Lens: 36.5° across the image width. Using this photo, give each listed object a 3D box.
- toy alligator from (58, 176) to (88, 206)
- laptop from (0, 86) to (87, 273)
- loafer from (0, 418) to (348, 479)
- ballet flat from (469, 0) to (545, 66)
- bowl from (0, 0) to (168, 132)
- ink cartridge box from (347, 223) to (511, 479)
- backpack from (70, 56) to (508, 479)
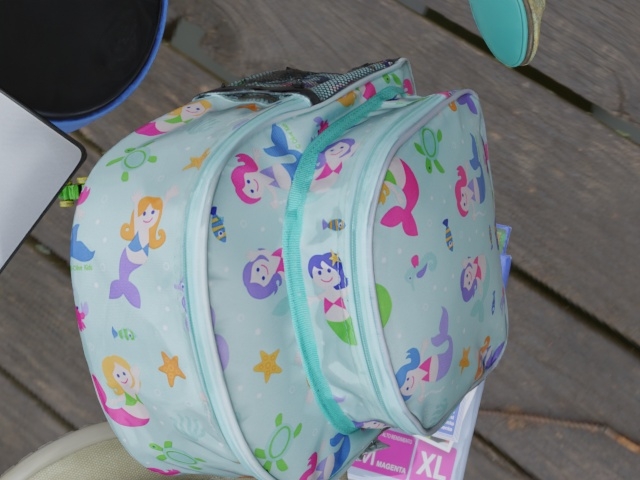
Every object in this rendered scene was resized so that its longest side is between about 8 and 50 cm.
[{"bbox_3d":[-0.472,-0.103,1.984,0.190,0.051,0.056,-6,98,-10],"label":"toy alligator"},{"bbox_3d":[-0.435,-0.022,0.659,0.382,0.236,0.408,36,81,-10],"label":"laptop"},{"bbox_3d":[-0.085,0.170,0.622,0.092,0.268,0.102,58,138,34],"label":"loafer"},{"bbox_3d":[0.253,-0.393,1.351,0.123,0.348,0.123,-17,47,19],"label":"ballet flat"},{"bbox_3d":[-0.330,-0.311,1.111,0.077,0.391,0.391,3,96,38],"label":"bowl"},{"bbox_3d":[0.081,0.097,0.988,0.186,0.065,0.311,14,70,7],"label":"ink cartridge box"},{"bbox_3d":[-0.010,0.020,0.556,0.191,0.253,0.225,3,110,38],"label":"backpack"}]
